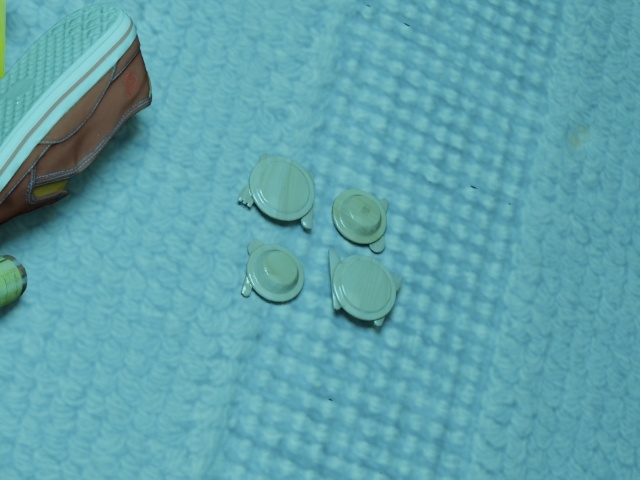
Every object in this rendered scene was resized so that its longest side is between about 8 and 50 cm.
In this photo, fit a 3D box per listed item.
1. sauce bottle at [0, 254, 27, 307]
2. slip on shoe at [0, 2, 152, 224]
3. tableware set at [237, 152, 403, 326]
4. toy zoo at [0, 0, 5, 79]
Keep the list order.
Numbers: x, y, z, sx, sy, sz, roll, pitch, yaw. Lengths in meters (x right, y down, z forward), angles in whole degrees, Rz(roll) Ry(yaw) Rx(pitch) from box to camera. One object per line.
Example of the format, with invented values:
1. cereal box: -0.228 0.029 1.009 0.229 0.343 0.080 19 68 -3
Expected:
1. sauce bottle: -0.284 0.045 1.301 0.042 0.042 0.128 57 33 4
2. slip on shoe: -0.254 -0.057 1.349 0.331 0.123 0.101 -50 129 -27
3. tableware set: 0.000 0.000 1.501 0.168 0.020 0.141 16 62 -19
4. toy zoo: -0.359 -0.162 1.309 0.293 0.030 0.192 -26 127 -32
